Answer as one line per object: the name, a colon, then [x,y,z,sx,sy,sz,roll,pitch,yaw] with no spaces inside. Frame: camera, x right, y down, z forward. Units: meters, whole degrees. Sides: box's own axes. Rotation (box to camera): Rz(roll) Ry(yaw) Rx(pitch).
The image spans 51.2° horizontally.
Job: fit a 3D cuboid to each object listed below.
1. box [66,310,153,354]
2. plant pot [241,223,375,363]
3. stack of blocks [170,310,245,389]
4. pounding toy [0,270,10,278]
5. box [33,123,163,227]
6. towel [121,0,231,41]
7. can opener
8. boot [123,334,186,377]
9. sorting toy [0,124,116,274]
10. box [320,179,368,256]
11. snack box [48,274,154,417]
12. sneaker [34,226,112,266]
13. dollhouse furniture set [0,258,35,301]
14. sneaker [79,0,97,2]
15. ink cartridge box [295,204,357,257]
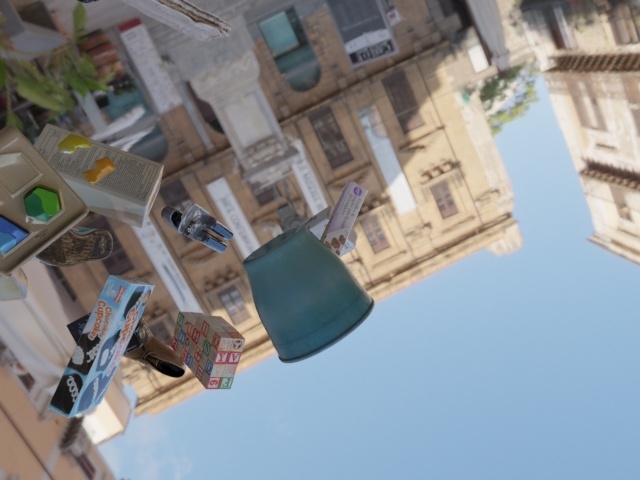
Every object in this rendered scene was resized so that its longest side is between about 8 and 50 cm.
box: [-0.582,0.252,1.851,0.180,0.147,0.077,-26,-176,16]
plant pot: [-0.048,0.111,1.605,0.272,0.255,0.271,-30,-170,6]
stack of blocks: [-0.361,0.322,2.106,0.087,0.171,0.297,9,-168,-37]
pounding toy: [-0.820,0.025,1.575,0.130,0.141,0.100,-15,-151,-34]
box: [-0.579,-0.164,1.715,0.121,0.311,0.148,123,-15,-56]
towel: [-0.373,-0.566,1.646,0.187,0.282,0.049,19,-91,59]
can opener: [-0.297,-0.037,1.621,0.076,0.095,0.283,-64,167,-6]
boot: [-0.592,0.381,2.282,0.112,0.305,0.115,-61,-163,-3]
sorting toy: [-0.577,-0.108,1.323,0.307,0.229,0.041,-40,-162,-8]
box: [0.042,-0.016,1.881,0.324,0.063,0.067,-66,-172,-21]
snack box: [-0.501,0.238,1.553,0.187,0.060,0.322,60,53,-85]
sneaker: [-0.707,0.006,1.755,0.178,0.123,0.295,0,179,19]
dollhouse furniture set: [-1.003,-0.023,1.943,0.256,0.394,0.362,-6,152,-12]
sneaker: [-0.368,-0.537,1.262,0.234,0.078,0.106,-19,-123,9]
ink cartridge box: [0.000,0.000,2.233,0.208,0.153,0.087,-31,-155,29]
